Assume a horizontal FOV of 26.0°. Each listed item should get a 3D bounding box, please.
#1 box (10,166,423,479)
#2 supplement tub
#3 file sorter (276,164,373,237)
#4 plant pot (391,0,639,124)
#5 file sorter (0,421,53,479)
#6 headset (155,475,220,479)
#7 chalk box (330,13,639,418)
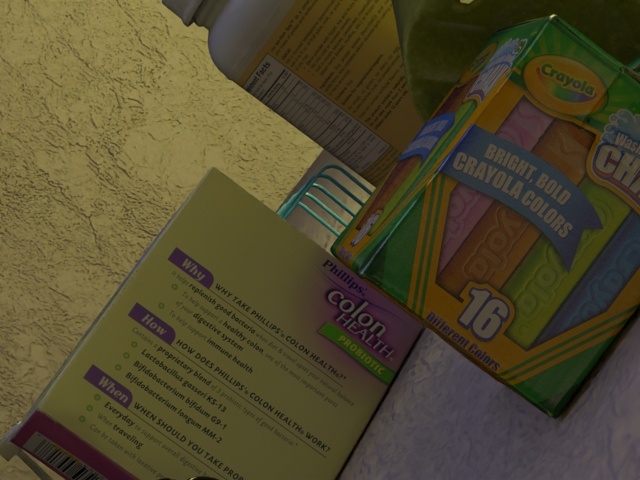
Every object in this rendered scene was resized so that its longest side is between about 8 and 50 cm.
[{"bbox_3d":[-0.078,0.110,1.077,0.243,0.213,0.117,-57,8,-28],"label":"box"},{"bbox_3d":[0.050,-0.194,1.244,0.241,0.331,0.241,-53,6,8],"label":"supplement tub"},{"bbox_3d":[0.000,0.000,1.557,0.104,0.118,0.170,-53,6,-20],"label":"file sorter"},{"bbox_3d":[0.150,-0.179,0.917,0.276,0.276,0.254,-50,19,32],"label":"plant pot"},{"bbox_3d":[-0.129,0.137,1.305,0.277,0.173,0.193,-42,3,33],"label":"file sorter"},{"bbox_3d":[-0.131,0.313,0.790,0.394,0.185,0.243,-62,22,9],"label":"headset"},{"bbox_3d":[0.124,-0.035,0.750,0.213,0.132,0.132,-54,7,-1],"label":"chalk box"}]
